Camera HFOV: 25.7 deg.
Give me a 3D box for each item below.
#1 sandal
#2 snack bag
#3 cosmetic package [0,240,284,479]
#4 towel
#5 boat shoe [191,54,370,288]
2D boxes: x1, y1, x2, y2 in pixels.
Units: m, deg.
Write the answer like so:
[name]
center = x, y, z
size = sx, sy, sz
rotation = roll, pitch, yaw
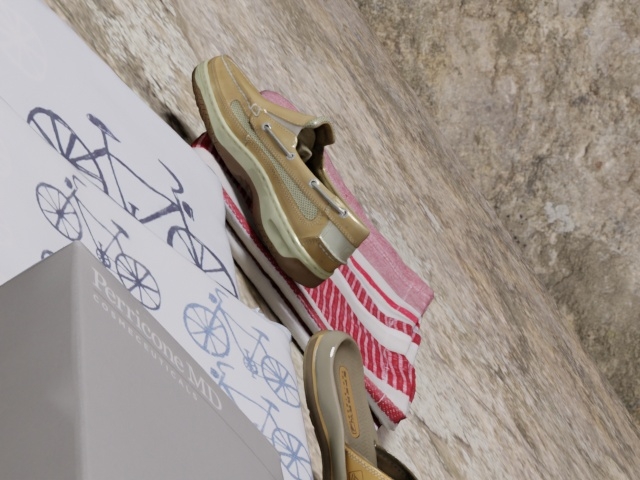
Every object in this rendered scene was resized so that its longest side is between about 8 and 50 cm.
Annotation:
[sandal]
center = 0.032, 0.132, 0.750
size = 0.072, 0.049, 0.180
rotation = 26, 51, -68
[snack bag]
center = -0.118, -0.025, 0.689
size = 0.323, 0.037, 0.342
rotation = 45, 18, -35
[cosmetic package]
center = -0.065, 0.125, 0.377
size = 0.127, 0.107, 0.238
rotation = 51, 16, -36
[towel]
center = 0.000, 0.000, 1.067
size = 0.237, 0.037, 0.329
rotation = 53, 13, -6
[boat shoe]
center = -0.021, -0.060, 0.936
size = 0.068, 0.072, 0.190
rotation = 23, 33, -59
